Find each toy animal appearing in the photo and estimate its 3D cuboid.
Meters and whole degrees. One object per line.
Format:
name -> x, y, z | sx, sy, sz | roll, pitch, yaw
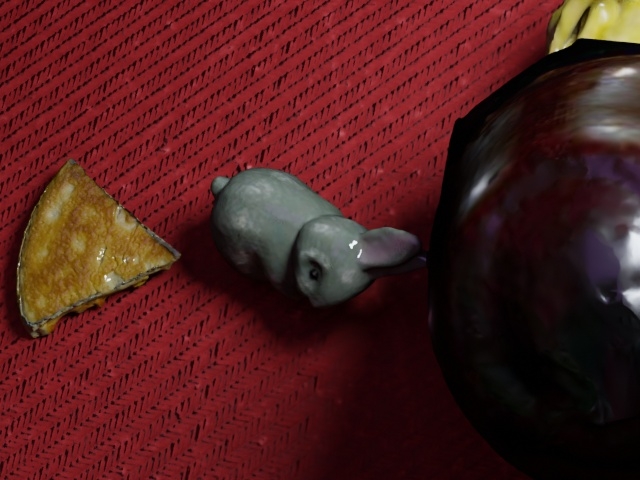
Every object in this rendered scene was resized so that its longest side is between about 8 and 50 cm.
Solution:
toy animal -> -0.008, 0.006, 1.760 | 0.108, 0.138, 0.236 | -54, 36, -8

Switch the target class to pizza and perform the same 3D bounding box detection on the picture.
pizza -> -0.217, 0.002, 1.888 | 0.176, 0.036, 0.185 | -5, 68, 14

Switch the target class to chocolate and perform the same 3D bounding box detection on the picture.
chocolate -> 0.232, 0.048, 1.519 | 0.383, 0.331, 0.384 | 6, 108, 19

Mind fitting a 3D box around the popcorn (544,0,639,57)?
popcorn -> 0.316, -0.137, 1.737 | 0.250, 0.190, 0.250 | -2, 77, 7
